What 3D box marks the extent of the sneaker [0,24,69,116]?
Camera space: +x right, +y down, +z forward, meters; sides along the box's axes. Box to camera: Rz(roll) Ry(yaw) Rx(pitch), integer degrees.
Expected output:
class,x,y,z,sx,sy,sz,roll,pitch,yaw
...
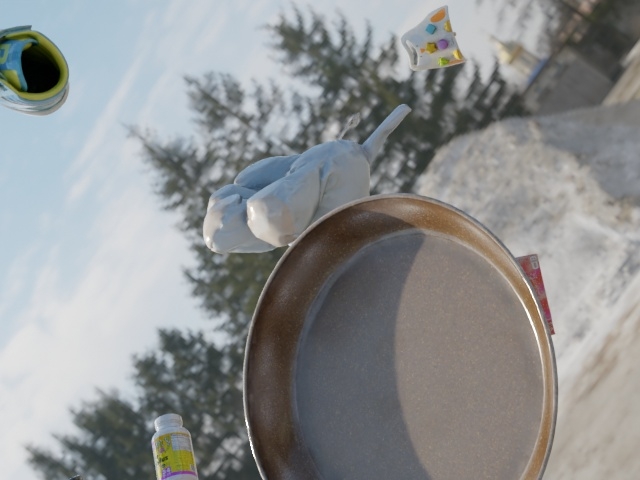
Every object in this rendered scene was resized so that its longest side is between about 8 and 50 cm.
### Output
class,x,y,z,sx,sy,sz,roll,pitch,yaw
sneaker,-0.513,-0.272,1.707,0.208,0.319,0.127,176,102,-70

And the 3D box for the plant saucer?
class,x,y,z,sx,sy,sz,roll,pitch,yaw
plant saucer,0.064,0.118,0.958,0.050,0.310,0.310,8,-57,-51

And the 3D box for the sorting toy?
class,x,y,z,sx,sy,sz,roll,pitch,yaw
sorting toy,0.151,-0.266,1.598,0.075,0.083,0.045,-17,21,19

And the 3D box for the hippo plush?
class,x,y,z,sx,sy,sz,roll,pitch,yaw
hippo plush,0.000,0.000,1.571,0.294,0.236,0.234,-37,18,-30

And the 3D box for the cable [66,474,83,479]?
class,x,y,z,sx,sy,sz,roll,pitch,yaw
cable,-0.363,0.360,1.322,0.287,0.072,0.139,-10,-45,-60

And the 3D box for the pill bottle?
class,x,y,z,sx,sy,sz,roll,pitch,yaw
pill bottle,-0.160,0.233,1.276,0.043,0.083,0.043,-10,-35,-7

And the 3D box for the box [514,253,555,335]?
class,x,y,z,sx,sy,sz,roll,pitch,yaw
box,0.204,0.107,1.690,0.257,0.128,0.122,-10,-5,-39
